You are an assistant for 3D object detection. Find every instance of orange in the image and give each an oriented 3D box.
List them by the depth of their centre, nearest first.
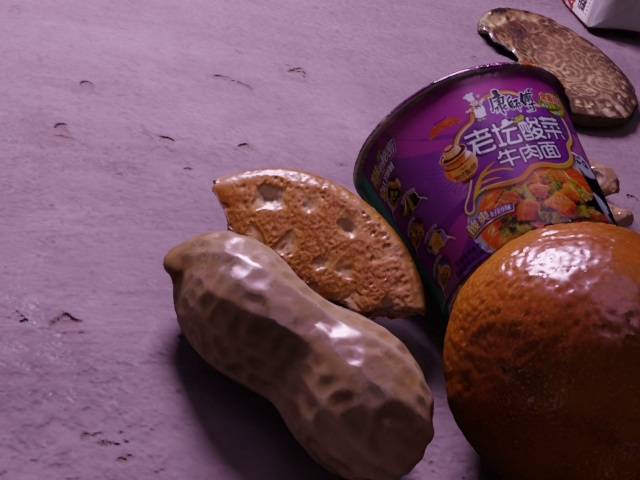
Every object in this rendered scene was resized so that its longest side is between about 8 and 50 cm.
[{"bbox_3d":[0.241,0.112,0.989,0.264,0.264,0.264,15,37,-12],"label":"orange"}]

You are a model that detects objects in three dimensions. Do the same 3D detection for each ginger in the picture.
[{"bbox_3d":[0.324,-0.045,1.379,0.149,0.065,0.258,7,36,-15],"label":"ginger"}]

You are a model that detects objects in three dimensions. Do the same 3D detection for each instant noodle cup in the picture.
[{"bbox_3d":[0.182,-0.032,1.158,0.251,0.251,0.190,-2,53,-31],"label":"instant noodle cup"}]

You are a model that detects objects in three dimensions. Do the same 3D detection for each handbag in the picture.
[{"bbox_3d":[0.483,-0.501,1.956,0.151,0.171,0.298,-1,39,-25],"label":"handbag"}]

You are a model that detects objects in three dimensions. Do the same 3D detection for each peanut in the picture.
[{"bbox_3d":[-0.021,0.092,0.978,0.298,0.120,0.136,38,15,19],"label":"peanut"}]

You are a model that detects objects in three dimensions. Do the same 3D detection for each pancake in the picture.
[{"bbox_3d":[0.354,-0.264,1.698,0.288,0.033,0.286,40,41,21],"label":"pancake"}]

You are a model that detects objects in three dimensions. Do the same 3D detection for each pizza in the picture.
[{"bbox_3d":[0.000,0.002,1.119,0.246,0.058,0.127,21,73,5],"label":"pizza"}]
